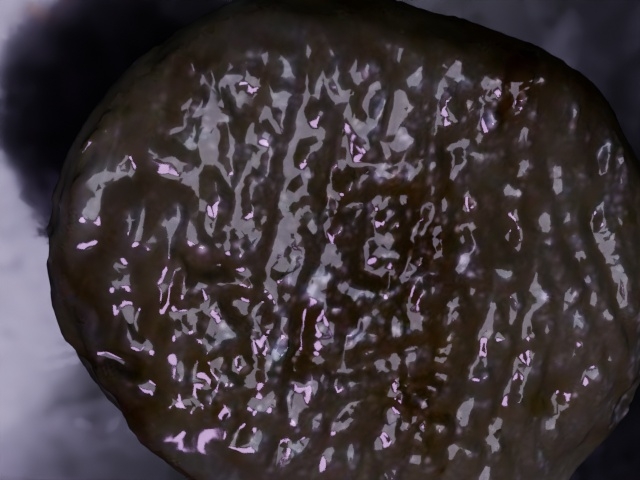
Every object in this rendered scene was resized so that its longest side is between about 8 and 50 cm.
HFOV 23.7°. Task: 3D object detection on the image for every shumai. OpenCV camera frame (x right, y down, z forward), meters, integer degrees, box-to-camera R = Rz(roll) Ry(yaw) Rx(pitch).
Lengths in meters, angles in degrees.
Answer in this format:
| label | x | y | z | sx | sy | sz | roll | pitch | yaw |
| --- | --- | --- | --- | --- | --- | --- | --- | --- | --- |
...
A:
| label | x | y | z | sx | sy | sz | roll | pitch | yaw |
| --- | --- | --- | --- | --- | --- | --- | --- | --- | --- |
| shumai | 0.000 | 0.000 | 1.013 | 0.397 | 0.323 | 0.324 | 20 | 95 | -21 |
